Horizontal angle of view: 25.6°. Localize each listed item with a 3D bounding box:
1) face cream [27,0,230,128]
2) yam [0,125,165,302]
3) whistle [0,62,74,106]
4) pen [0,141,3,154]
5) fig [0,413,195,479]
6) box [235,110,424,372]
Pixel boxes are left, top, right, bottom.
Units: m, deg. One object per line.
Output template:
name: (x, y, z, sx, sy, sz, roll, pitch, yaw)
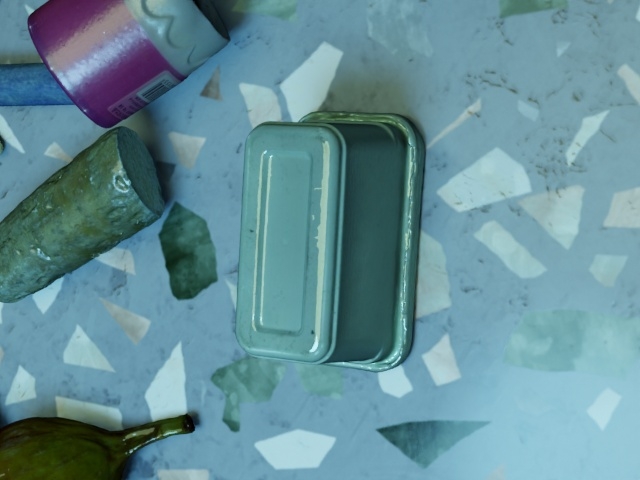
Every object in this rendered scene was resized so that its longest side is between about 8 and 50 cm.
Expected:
face cream: (-0.235, -0.259, 1.739, 0.195, 0.175, 0.175, -33, 76, 7)
yam: (-0.331, -0.019, 1.839, 0.330, 0.133, 0.133, -34, 76, 28)
whistle: (-0.416, -0.212, 1.912, 0.304, 0.062, 0.062, 2, 92, 27)
pen: (-0.537, -0.169, 1.993, 0.233, 0.032, 0.040, 24, 78, 25)
fig: (-0.302, 0.315, 1.832, 0.290, 0.190, 0.190, -8, 87, -9)
box: (0.000, 0.000, 1.636, 0.175, 0.182, 0.311, 5, 92, 27)
